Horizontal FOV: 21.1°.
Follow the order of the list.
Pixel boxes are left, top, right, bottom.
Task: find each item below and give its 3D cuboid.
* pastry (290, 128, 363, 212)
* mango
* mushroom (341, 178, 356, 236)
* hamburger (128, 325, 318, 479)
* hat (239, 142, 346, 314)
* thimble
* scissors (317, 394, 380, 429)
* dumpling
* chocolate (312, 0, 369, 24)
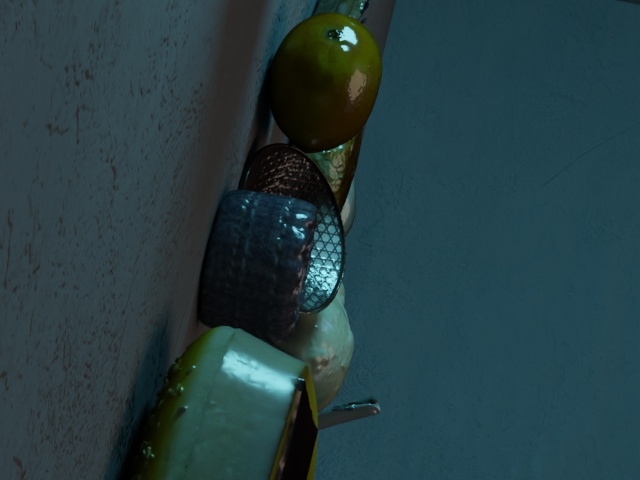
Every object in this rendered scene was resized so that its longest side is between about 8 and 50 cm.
[{"bbox_3d":[0.003,-0.103,2.359,0.192,0.093,0.182,96,9,-64],"label":"pastry"},{"bbox_3d":[0.005,-0.174,1.915,0.221,0.120,0.152,84,26,-87],"label":"mango"},{"bbox_3d":[0.000,0.000,2.693,0.116,0.093,0.225,-169,-95,-73],"label":"mushroom"},{"bbox_3d":[-0.095,0.215,1.451,0.227,0.151,0.295,89,16,-48],"label":"hamburger"},{"bbox_3d":[-0.057,-0.007,1.902,0.193,0.082,0.193,23,61,-51],"label":"hat"},{"bbox_3d":[-0.060,0.024,1.723,0.150,0.097,0.150,11,90,-87],"label":"thimble"},{"bbox_3d":[-0.032,0.213,1.951,0.027,0.204,0.101,-106,-176,-48],"label":"scissors"},{"bbox_3d":[-0.051,0.119,1.983,0.193,0.147,0.258,35,79,-56],"label":"dumpling"},{"bbox_3d":[0.009,-0.254,2.164,0.102,0.065,0.329,-45,-166,27],"label":"chocolate"}]
